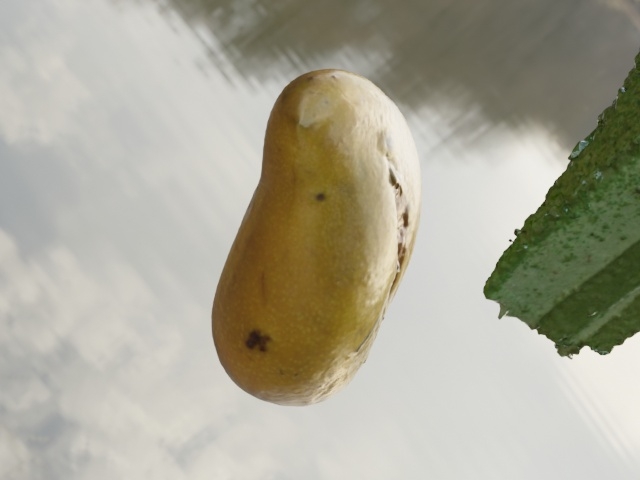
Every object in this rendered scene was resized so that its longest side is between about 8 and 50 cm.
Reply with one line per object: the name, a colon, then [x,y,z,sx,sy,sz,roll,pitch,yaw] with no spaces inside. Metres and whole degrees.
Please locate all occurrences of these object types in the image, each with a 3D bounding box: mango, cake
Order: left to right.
mango: [0.005,0.004,1.086,0.120,0.295,0.177,30,44,13]
cake: [0.187,-0.028,0.770,0.100,0.235,0.099,31,12,-25]
